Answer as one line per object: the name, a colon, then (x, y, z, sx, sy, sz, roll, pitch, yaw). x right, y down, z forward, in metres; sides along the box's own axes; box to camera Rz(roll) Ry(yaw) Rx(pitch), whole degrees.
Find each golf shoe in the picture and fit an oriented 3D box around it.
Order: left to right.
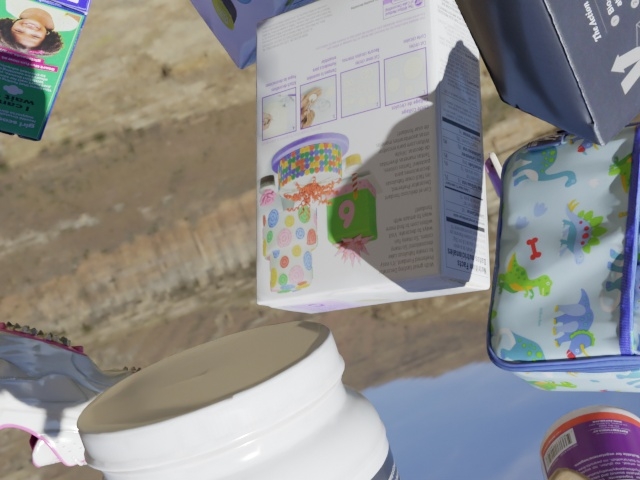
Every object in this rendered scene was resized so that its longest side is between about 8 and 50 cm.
golf shoe: (-0.241, 0.195, 1.177, 0.306, 0.140, 0.115, 22, 166, -13)

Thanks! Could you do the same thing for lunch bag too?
lunch bag: (0.232, 0.012, 0.877, 0.176, 0.219, 0.090, -4, 155, 38)

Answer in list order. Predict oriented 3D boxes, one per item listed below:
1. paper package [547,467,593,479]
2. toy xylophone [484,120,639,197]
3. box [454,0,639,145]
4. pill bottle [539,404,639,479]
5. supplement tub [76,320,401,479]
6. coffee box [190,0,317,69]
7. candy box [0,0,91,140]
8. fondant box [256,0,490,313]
paper package: (0.275, 0.427, 1.011, 0.325, 0.309, 0.168, -56, 147, -2)
toy xylophone: (0.364, -0.093, 1.299, 0.323, 0.081, 0.236, -7, 159, 7)
box: (0.155, -0.167, 0.583, 0.158, 0.156, 0.093, -42, -141, -9)
pill bottle: (0.438, 0.407, 1.586, 0.181, 0.181, 0.323, -24, -152, 14)
supplement tub: (-0.029, 0.208, 0.685, 0.191, 0.272, 0.191, -18, -171, 3)
coffee box: (-0.025, -0.499, 1.454, 0.338, 0.337, 0.334, -32, 175, -32)
candy box: (-0.355, -0.319, 1.358, 0.122, 0.268, 0.317, 15, 151, -16)
fondant box: (0.048, -0.100, 1.137, 0.238, 0.330, 0.096, -11, 163, 38)
